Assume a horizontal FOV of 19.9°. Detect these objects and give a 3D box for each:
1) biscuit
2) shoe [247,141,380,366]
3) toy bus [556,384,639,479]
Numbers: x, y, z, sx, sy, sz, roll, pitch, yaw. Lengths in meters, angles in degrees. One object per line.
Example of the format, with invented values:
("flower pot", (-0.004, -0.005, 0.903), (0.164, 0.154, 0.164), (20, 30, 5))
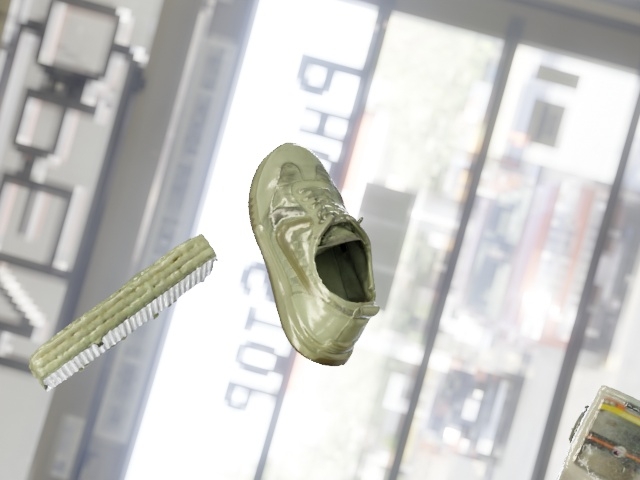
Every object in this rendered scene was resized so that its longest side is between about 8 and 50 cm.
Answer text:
("biscuit", (-0.187, 0.068, 1.716), (0.199, 0.040, 0.121), (-36, -2, -11))
("shoe", (0.000, 0.000, 1.986), (0.098, 0.103, 0.274), (-44, 51, 39))
("toy bus", (0.241, 0.238, 1.619), (0.106, 0.092, 0.268), (-55, -16, -33))
